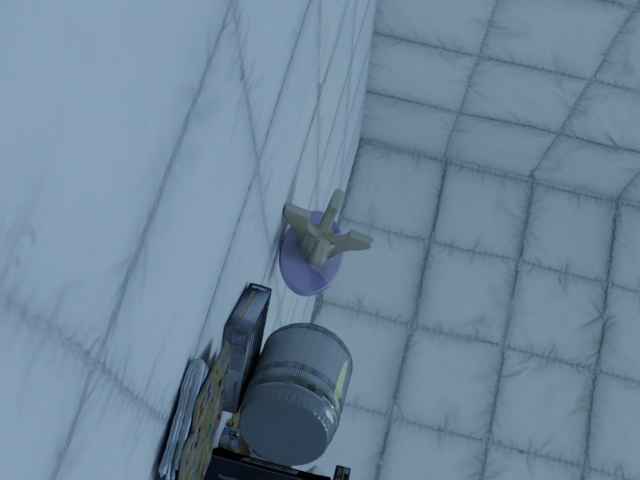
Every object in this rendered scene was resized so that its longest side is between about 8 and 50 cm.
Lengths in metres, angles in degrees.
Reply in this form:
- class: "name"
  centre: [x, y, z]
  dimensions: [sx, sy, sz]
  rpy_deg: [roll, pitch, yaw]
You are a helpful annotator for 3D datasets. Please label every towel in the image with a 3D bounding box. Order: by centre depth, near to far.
- class: "towel"
  centre: [-0.234, 0.337, 1.357]
  dimensions: [0.285, 0.034, 0.209]
  rpy_deg: [96, 7, -71]

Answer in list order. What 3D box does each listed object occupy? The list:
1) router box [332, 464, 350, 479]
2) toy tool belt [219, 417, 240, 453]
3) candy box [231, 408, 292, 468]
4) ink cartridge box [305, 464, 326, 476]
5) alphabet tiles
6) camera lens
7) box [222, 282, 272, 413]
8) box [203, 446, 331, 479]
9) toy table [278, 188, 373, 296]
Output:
- class: "router box"
  centre: [0.039, 0.605, 1.752]
  dimensions: [0.122, 0.038, 0.092]
  rpy_deg: [-64, 167, -72]
- class: "toy tool belt"
  centre: [-0.219, 0.490, 1.857]
  dimensions: [0.052, 0.051, 0.083]
  rpy_deg: [99, 6, -47]
- class: "candy box"
  centre: [-0.147, 0.519, 1.984]
  dimensions: [0.087, 0.183, 0.316]
  rpy_deg: [-50, 154, -77]
- class: "ink cartridge box"
  centre: [-0.128, 0.822, 1.992]
  dimensions: [0.395, 0.166, 0.285]
  rpy_deg: [-38, -177, 11]
- class: "alphabet tiles"
  centre: [-0.216, 0.360, 1.376]
  dimensions: [0.342, 0.011, 0.285]
  rpy_deg: [-73, 175, -69]
- class: "camera lens"
  centre: [-0.051, 0.337, 1.678]
  dimensions: [0.274, 0.220, 0.219]
  rpy_deg: [-69, 171, -57]
- class: "box"
  centre: [-0.172, 0.238, 1.648]
  dimensions: [0.183, 0.056, 0.231]
  rpy_deg: [-66, 169, -60]
- class: "box"
  centre: [-0.162, 0.703, 1.677]
  dimensions: [0.212, 0.294, 0.395]
  rpy_deg: [82, 23, -77]
- class: "toy table"
  centre: [0.000, 0.000, 2.017]
  dimensions: [0.161, 0.252, 0.274]
  rpy_deg: [124, -25, -52]
